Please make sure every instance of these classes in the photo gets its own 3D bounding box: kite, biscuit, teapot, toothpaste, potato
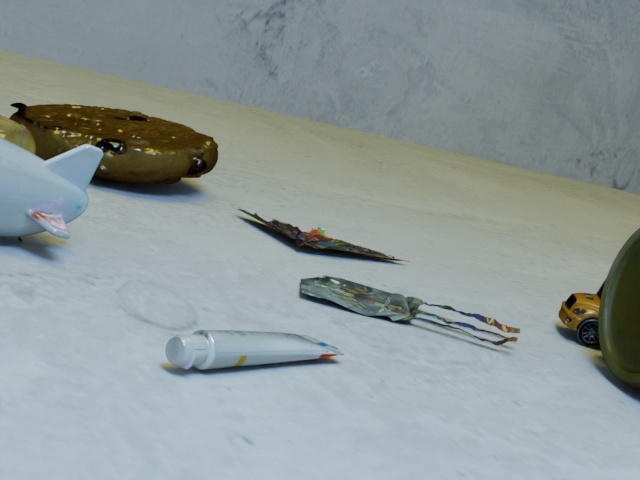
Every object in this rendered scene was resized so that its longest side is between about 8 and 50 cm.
[{"bbox_3d":[0.000,0.000,1.455,0.241,0.014,0.183,15,8,1],"label":"kite"},{"bbox_3d":[-0.289,-0.131,1.552,0.296,0.075,0.296,11,15,-3],"label":"biscuit"},{"bbox_3d":[0.403,0.086,1.162,0.175,0.185,0.268,17,-25,-15],"label":"teapot"},{"bbox_3d":[-0.053,0.088,0.913,0.048,0.031,0.190,20,8,36],"label":"toothpaste"},{"bbox_3d":[-0.409,-0.119,1.321,0.170,0.080,0.107,19,19,33],"label":"potato"},{"bbox_3d":[0.095,0.074,1.207,0.245,0.015,0.141,14,12,10],"label":"kite"}]

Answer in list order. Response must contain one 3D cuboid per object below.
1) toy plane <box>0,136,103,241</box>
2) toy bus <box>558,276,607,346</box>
[{"bbox_3d":[-0.335,-0.071,1.034,0.252,0.118,0.252,25,20,-10],"label":"toy plane"},{"bbox_3d":[0.385,0.092,1.315,0.195,0.088,0.083,15,12,0],"label":"toy bus"}]
